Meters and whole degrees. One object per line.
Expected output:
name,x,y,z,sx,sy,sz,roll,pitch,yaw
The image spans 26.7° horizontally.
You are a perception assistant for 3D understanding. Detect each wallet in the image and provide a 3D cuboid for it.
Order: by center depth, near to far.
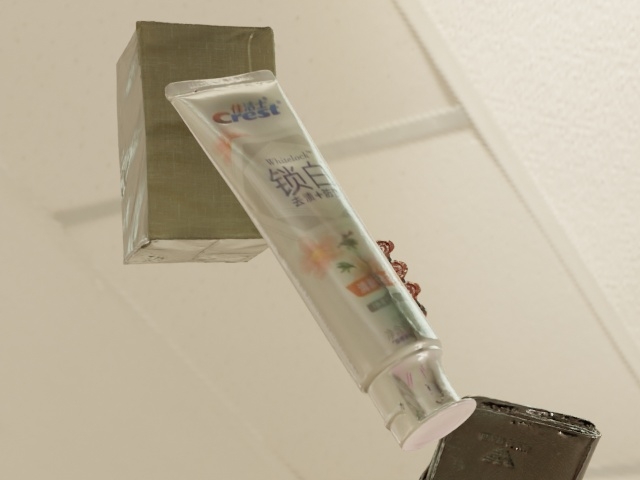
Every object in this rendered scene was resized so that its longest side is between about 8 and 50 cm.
wallet,0.167,0.318,1.408,0.172,0.045,0.318,14,-75,-14

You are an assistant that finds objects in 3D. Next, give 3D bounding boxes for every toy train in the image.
toy train,0.062,0.056,1.504,0.087,0.138,0.050,-24,-42,-6

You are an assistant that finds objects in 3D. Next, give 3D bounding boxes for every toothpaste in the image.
toothpaste,0.000,0.000,0.963,0.323,0.100,0.066,57,-39,24

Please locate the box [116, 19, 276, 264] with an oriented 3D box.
box,-0.129,-0.099,1.436,0.155,0.231,0.149,-1,-10,-19
